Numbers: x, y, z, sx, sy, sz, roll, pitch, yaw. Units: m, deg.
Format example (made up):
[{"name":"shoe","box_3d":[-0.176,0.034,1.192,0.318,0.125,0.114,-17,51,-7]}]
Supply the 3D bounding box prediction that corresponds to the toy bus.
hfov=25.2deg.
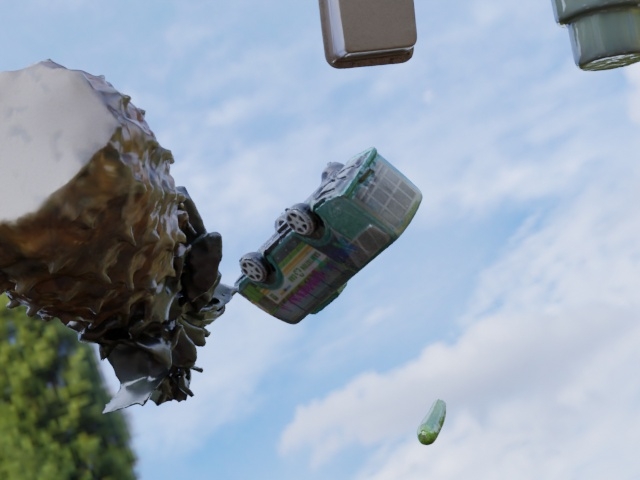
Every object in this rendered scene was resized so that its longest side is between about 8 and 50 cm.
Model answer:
[{"name":"toy bus","box_3d":[0.000,0.000,1.492,0.091,0.109,0.262,-56,8,-35]}]

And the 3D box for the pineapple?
[{"name":"pineapple","box_3d":[-0.136,0.020,0.935,0.141,0.170,0.310,-4,-28,14]}]

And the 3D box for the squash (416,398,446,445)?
[{"name":"squash","box_3d":[0.128,0.208,1.635,0.027,0.027,0.089,-39,3,27]}]

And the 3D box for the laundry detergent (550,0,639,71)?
[{"name":"laundry detergent","box_3d":[0.240,-0.351,1.246,0.264,0.397,0.125,-9,-7,8]}]

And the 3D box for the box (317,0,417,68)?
[{"name":"box","box_3d":[0.045,-0.225,1.340,0.089,0.122,0.062,-7,3,-9]}]
